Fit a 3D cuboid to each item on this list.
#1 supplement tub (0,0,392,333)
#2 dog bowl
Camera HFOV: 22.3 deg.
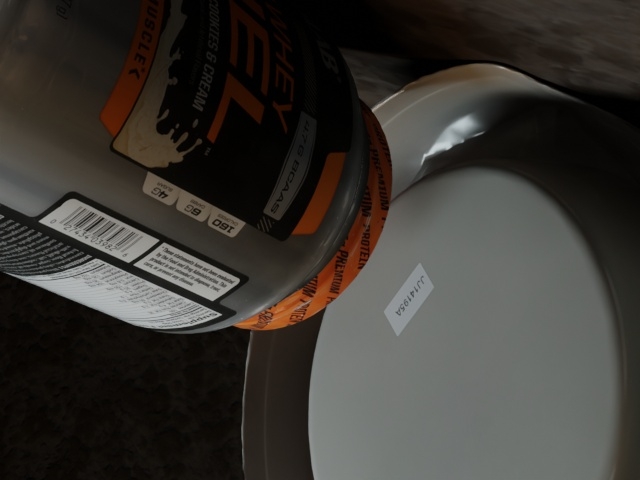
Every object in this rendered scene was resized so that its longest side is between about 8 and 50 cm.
[{"bbox_3d":[-0.108,-0.068,0.804,0.193,0.194,0.316,15,172,37],"label":"supplement tub"},{"bbox_3d":[0.096,0.084,0.870,0.102,0.349,0.348,11,180,-37],"label":"dog bowl"}]
